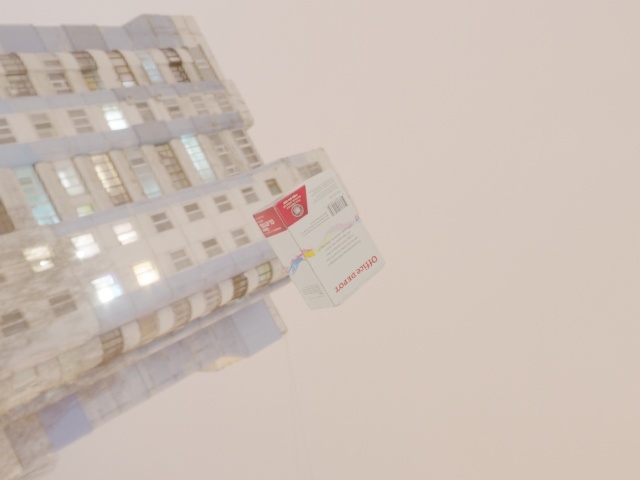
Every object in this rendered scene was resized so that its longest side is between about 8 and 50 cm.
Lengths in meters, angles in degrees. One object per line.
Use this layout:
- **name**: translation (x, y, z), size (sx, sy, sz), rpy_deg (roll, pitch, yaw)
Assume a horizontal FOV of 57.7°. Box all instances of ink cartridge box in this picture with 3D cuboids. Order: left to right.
- **ink cartridge box**: translation (0.000, 0.000, 0.883), size (0.072, 0.127, 0.175), rpy_deg (-18, -75, 54)
